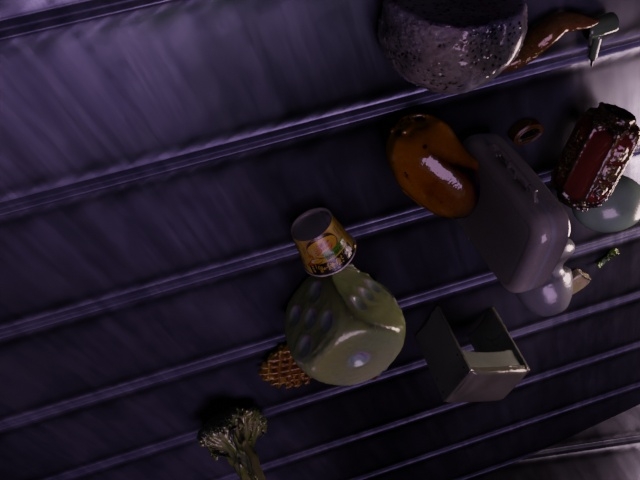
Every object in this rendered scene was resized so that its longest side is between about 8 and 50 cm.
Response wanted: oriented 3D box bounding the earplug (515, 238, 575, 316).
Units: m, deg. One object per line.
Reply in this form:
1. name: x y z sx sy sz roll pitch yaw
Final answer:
1. earplug: 0.676 0.102 2.118 0.214 0.175 0.326 -20 139 7

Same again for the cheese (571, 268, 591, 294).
1. cheese: 0.821 0.173 2.359 0.097 0.037 0.192 24 120 -38

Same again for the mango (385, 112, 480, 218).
1. mango: 0.264 -0.172 1.641 0.201 0.153 0.287 -25 125 33

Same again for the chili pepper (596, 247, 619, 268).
1. chili pepper: 0.950 0.057 2.307 0.030 0.034 0.091 40 115 -10

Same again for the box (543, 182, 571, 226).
1. box: 0.553 -0.079 1.855 0.129 0.210 0.148 32 118 -35

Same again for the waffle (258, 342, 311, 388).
1. waffle: -0.075 0.384 2.178 0.231 0.051 0.228 -37 137 17

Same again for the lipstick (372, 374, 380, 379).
1. lipstick: 0.203 0.435 2.367 0.030 0.030 0.129 2 133 -26

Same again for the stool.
1. stool: 0.481 0.363 2.236 0.243 0.270 0.170 5 133 -27

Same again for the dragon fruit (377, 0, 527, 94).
1. dragon fruit: 0.278 -0.388 1.406 0.282 0.221 0.204 -14 132 -13

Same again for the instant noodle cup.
1. instant noodle cup: 0.000 0.000 1.747 0.151 0.151 0.122 -28 132 6

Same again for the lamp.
1. lamp: 0.705 -0.213 1.793 0.177 0.177 0.274 0 124 -23

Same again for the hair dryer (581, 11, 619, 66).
1. hair dryer: 0.642 -0.461 1.627 0.071 0.047 0.150 -17 149 0

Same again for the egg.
1. egg: 0.816 -0.107 1.967 0.230 0.168 0.168 -3 135 -24

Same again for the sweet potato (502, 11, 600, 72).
1. sweet potato: 0.485 -0.445 1.547 0.281 0.067 0.059 -30 180 8

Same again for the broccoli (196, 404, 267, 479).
1. broccoli: -0.232 0.706 2.234 0.221 0.362 0.252 -28 176 -7

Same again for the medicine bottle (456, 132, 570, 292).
1. medicine bottle: 0.442 -0.072 1.683 0.122 0.375 0.282 -10 138 -20

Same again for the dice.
1. dice: 0.068 0.236 1.935 0.251 0.250 0.254 16 126 -36

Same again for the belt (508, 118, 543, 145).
1. belt: 0.520 -0.275 1.762 0.083 0.036 0.059 -23 137 -1
